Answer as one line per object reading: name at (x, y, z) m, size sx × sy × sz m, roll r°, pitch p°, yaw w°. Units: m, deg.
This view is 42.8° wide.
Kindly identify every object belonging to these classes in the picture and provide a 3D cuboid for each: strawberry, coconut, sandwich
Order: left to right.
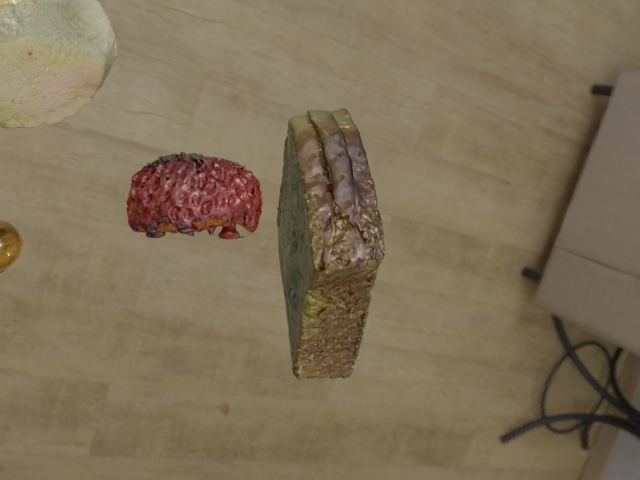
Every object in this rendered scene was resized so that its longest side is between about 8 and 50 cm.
coconut at (-0.395, -0.291, 1.055) m, size 0.239 × 0.244 × 0.239 m, roll -19°, pitch 157°, yaw -8°
strawberry at (-0.127, -0.043, 0.816) m, size 0.145 × 0.145 × 0.086 m, roll 6°, pitch 90°, yaw -34°
sandwich at (0.000, 0.000, 1.079) m, size 0.099 × 0.271 × 0.301 m, roll -7°, pitch 145°, yaw -11°

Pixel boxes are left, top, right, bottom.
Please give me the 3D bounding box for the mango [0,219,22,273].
mango at (-0.542, 0.031, 1.098) m, size 0.295 × 0.177 × 0.120 m, roll -2°, pitch 100°, yaw -1°
